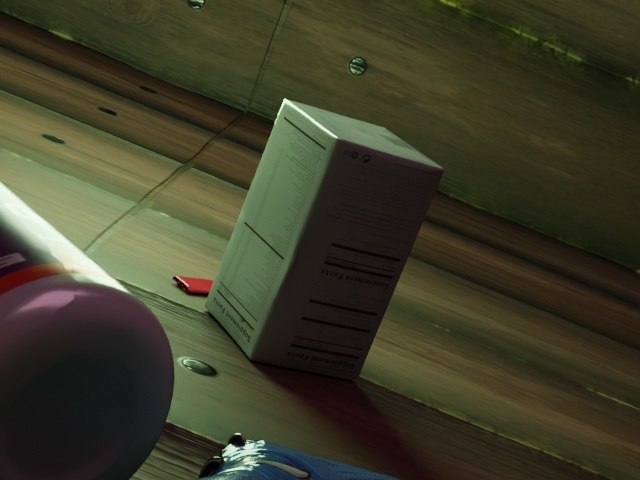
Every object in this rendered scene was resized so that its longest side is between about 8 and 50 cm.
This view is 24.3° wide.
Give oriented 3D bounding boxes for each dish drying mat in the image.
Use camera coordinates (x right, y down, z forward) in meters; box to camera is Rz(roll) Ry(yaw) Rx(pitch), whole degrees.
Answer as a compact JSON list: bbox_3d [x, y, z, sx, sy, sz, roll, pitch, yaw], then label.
[{"bbox_3d":[-0.125,0.052,1.651,0.083,0.008,0.032,9,19,-48],"label":"dish drying mat"}]

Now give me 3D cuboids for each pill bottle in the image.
[{"bbox_3d":[-0.254,0.051,1.039,0.182,0.181,0.323,10,18,-44],"label":"pill bottle"}]

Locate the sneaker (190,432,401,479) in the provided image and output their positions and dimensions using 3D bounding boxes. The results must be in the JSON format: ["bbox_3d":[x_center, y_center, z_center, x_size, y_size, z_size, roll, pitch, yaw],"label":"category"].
[{"bbox_3d":[-0.046,0.202,0.968,0.147,0.129,0.330,14,1,40],"label":"sneaker"}]

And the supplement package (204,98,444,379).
[{"bbox_3d":[0.000,0.000,1.535,0.134,0.244,0.139,14,16,-31],"label":"supplement package"}]
